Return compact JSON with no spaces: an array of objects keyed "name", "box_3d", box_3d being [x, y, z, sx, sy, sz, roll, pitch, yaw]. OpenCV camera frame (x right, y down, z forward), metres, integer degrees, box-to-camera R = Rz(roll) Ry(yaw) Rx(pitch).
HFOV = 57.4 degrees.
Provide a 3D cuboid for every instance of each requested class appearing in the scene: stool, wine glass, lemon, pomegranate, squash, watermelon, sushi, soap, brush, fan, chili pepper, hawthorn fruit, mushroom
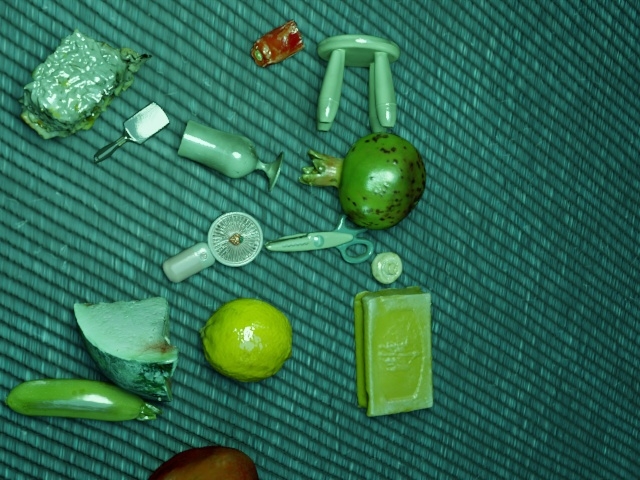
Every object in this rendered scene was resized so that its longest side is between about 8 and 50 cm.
[{"name":"stool","box_3d":[0.081,-0.355,1.358,0.195,0.195,0.199,5,91,-2]},{"name":"wine glass","box_3d":[-0.207,-0.197,1.346,0.230,0.103,0.103,19,91,-15]},{"name":"lemon","box_3d":[-0.169,0.229,1.358,0.230,0.192,0.193,19,91,-19]},{"name":"pomegranate","box_3d":[0.112,-0.160,1.383,0.285,0.231,0.231,31,87,-12]},{"name":"squash","box_3d":[-0.525,0.360,1.324,0.340,0.094,0.095,10,93,-15]},{"name":"watermelon","box_3d":[-0.377,0.242,1.309,0.214,0.319,0.290,-59,142,-29]},{"name":"sushi","box_3d":[-0.492,-0.325,1.205,0.139,0.184,0.274,42,82,-17]},{"name":"soap","box_3d":[0.193,0.286,1.525,0.199,0.091,0.315,-3,97,-17]},{"name":"brush","box_3d":[-0.432,-0.237,1.321,0.193,0.016,0.063,-38,104,-10]},{"name":"fan","box_3d":[-0.252,0.023,1.372,0.244,0.074,0.130,-30,104,-11]},{"name":"chili pepper","box_3d":[-0.103,-0.458,1.368,0.123,0.073,0.070,-33,62,-13]},{"name":"hawthorn fruit","box_3d":[-0.284,0.607,1.339,0.306,0.265,0.266,-5,98,-5]},{"name":"mushroom","box_3d":[0.172,0.070,1.505,0.083,0.067,0.084,0,89,-18]}]

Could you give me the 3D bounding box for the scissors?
[{"name":"scissors","box_3d":[0.000,0.000,1.460,0.288,0.041,0.138,-6,102,-16]}]
